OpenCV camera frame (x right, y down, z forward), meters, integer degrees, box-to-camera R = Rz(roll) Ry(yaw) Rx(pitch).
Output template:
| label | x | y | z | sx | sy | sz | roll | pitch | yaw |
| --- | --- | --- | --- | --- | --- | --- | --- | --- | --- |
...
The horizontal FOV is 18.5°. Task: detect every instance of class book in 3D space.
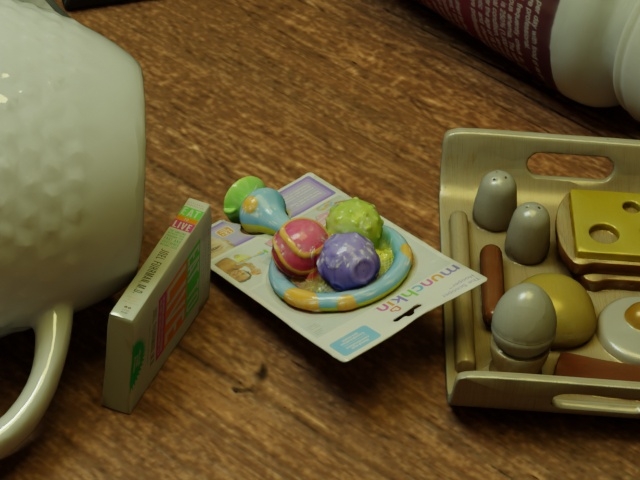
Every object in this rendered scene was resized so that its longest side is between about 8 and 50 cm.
| label | x | y | z | sx | sy | sz | roll | pitch | yaw |
| --- | --- | --- | --- | --- | --- | --- | --- | --- | --- |
| book | -0.123 | 0.046 | 1.466 | 0.035 | 0.096 | 0.144 | 19 | 42 | 11 |

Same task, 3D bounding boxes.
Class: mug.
| label | x | y | z | sx | sy | sz | roll | pitch | yaw |
| --- | --- | --- | --- | --- | --- | --- | --- | --- | --- |
| mug | -0.295 | -0.009 | 1.416 | 0.328 | 0.276 | 0.374 | 1 | 71 | -10 |

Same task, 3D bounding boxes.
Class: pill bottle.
| label | x | y | z | sx | sy | sz | roll | pitch | yaw |
| --- | --- | --- | --- | --- | --- | --- | --- | --- | --- |
| pill bottle | 0.225 | -0.258 | 1.764 | 0.224 | 0.224 | 0.392 | -29 | 51 | -33 |

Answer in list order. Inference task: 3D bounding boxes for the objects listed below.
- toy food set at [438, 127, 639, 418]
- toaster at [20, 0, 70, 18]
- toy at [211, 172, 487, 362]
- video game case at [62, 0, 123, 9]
| label | x | y | z | sx | sy | sz | roll | pitch | yaw |
| --- | --- | --- | --- | --- | --- | --- | --- | --- | --- |
| toy food set | 0.208 | 0.019 | 1.536 | 0.220 | 0.092 | 0.306 | 4 | 41 | -1 |
| toaster | -0.311 | -0.161 | 1.642 | 0.227 | 0.129 | 0.146 | 42 | 45 | -14 |
| toy | 0.000 | 0.000 | 1.518 | 0.137 | 0.056 | 0.237 | -29 | 33 | -23 |
| video game case | -0.139 | -0.328 | 1.909 | 0.274 | 0.026 | 0.196 | -11 | 65 | -17 |
